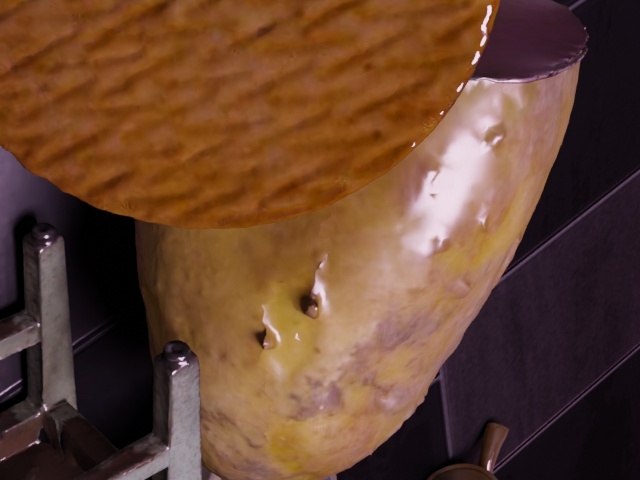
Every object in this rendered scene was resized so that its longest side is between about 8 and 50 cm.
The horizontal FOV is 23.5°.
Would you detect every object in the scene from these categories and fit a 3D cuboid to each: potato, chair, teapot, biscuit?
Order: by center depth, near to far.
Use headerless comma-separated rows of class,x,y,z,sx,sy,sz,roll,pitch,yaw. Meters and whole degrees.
biscuit,-0.054,-0.127,0.618,0.037,0.262,0.262,-60,164,-63
chair,-0.149,0.148,0.777,0.147,0.136,0.270,-27,137,-31
potato,0.000,0.000,0.779,0.229,0.229,0.266,-15,126,-41
teapot,0.126,0.193,1.165,0.110,0.085,0.080,-59,149,-31

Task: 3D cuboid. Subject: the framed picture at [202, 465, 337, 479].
framed picture,-0.034,0.179,0.960,0.189,0.023,0.260,-62,153,-45
